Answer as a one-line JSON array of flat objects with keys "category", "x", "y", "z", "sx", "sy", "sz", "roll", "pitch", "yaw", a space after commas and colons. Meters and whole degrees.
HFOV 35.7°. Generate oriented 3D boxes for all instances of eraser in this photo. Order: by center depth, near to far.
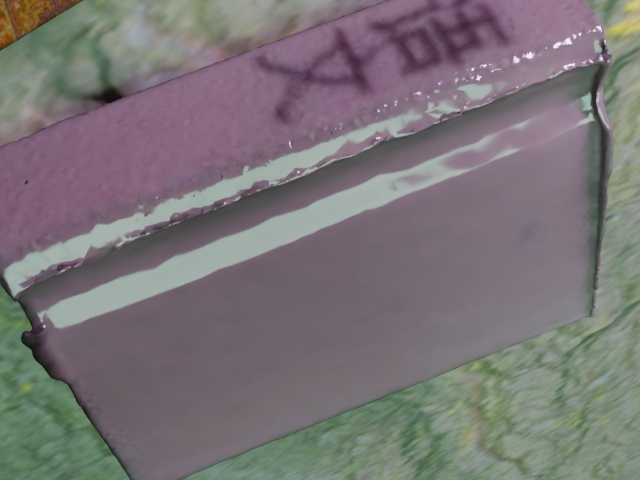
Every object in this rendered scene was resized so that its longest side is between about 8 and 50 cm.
[{"category": "eraser", "x": 0.000, "y": 0.000, "z": 0.651, "sx": 0.359, "sy": 0.122, "sz": 0.272, "roll": -21, "pitch": 140, "yaw": -4}]

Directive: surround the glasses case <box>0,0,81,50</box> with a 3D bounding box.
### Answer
[{"category": "glasses case", "x": -0.159, "y": -0.116, "z": 0.419, "sx": 0.218, "sy": 0.049, "sz": 0.075, "roll": -44, "pitch": 143, "yaw": -34}]
